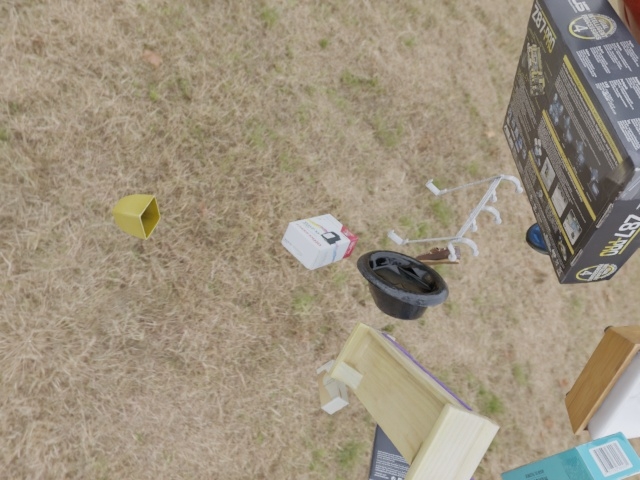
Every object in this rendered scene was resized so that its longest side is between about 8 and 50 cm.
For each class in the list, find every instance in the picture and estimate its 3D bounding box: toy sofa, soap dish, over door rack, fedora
[{"bbox_3d":[0.180,0.320,0.826,0.177,0.362,0.150,28,92,-24],"label":"toy sofa"},{"bbox_3d":[0.708,0.315,0.920,0.228,0.118,0.291,0,121,-13],"label":"soap dish"},{"bbox_3d":[0.378,-0.066,1.163,0.108,0.324,0.239,45,74,-23],"label":"over door rack"},{"bbox_3d":[0.270,0.170,1.433,0.334,0.334,0.153,-8,122,-36],"label":"fedora"}]

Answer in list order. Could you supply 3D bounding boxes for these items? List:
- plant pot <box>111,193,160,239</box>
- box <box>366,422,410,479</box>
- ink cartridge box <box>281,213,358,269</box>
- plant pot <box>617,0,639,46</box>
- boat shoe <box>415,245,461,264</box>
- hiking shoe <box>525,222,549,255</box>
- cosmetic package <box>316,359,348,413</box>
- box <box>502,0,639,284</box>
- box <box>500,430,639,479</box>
[{"bbox_3d":[-0.449,-0.062,0.987,0.083,0.081,0.082,10,46,2],"label":"plant pot"},{"bbox_3d":[0.269,0.787,1.473,0.313,0.178,0.343,-67,163,-48],"label":"box"},{"bbox_3d":[0.000,0.000,1.140,0.127,0.072,0.175,42,34,25],"label":"ink cartridge box"},{"bbox_3d":[0.521,-0.380,0.534,0.265,0.272,0.273,26,63,-51],"label":"plant pot"},{"bbox_3d":[0.481,0.063,1.682,0.073,0.207,0.073,19,71,-41],"label":"boat shoe"},{"bbox_3d":[0.588,-0.041,0.877,0.132,0.304,0.113,31,63,-35],"label":"hiking shoe"},{"bbox_3d":[0.029,0.365,1.025,0.041,0.060,0.115,44,17,-28],"label":"cosmetic package"},{"bbox_3d":[0.422,-0.170,0.685,0.318,0.097,0.395,66,19,-56],"label":"box"},{"bbox_3d":[0.428,0.408,0.719,0.100,0.244,0.060,-7,54,-16],"label":"box"}]
